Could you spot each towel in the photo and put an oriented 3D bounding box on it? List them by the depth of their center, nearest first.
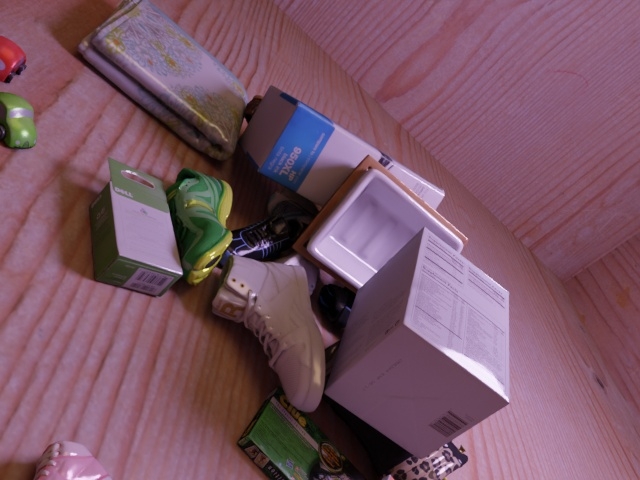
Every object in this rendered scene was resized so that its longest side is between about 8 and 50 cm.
[{"bbox_3d":[-0.329,-0.367,1.343,0.374,0.090,0.320,38,29,-22],"label":"towel"}]

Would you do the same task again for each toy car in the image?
[{"bbox_3d":[-0.496,-0.236,0.899,0.225,0.053,0.239,51,24,7],"label":"toy car"}]

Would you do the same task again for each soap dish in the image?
[{"bbox_3d":[0.118,-0.002,1.198,0.291,0.229,0.118,36,7,-23],"label":"soap dish"}]

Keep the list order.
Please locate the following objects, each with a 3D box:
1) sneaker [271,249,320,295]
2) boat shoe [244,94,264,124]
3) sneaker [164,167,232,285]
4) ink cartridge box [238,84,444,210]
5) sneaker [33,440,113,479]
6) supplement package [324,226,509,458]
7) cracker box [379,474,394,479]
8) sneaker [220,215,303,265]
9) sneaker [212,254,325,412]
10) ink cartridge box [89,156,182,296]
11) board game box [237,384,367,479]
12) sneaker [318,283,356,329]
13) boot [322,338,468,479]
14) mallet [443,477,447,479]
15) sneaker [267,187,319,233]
[{"bbox_3d":[-0.049,0.072,1.184,0.212,0.080,0.094,-27,98,-62],"label":"sneaker"},{"bbox_3d":[-0.133,-0.255,1.478,0.207,0.073,0.073,60,40,-41],"label":"boat shoe"},{"bbox_3d":[-0.220,-0.029,1.014,0.123,0.109,0.295,29,22,-24],"label":"sneaker"},{"bbox_3d":[0.039,-0.163,1.342,0.395,0.166,0.285,27,11,-24],"label":"ink cartridge box"},{"bbox_3d":[-0.269,0.241,0.579,0.070,0.051,0.134,52,21,13],"label":"sneaker"},{"bbox_3d":[0.166,0.159,0.969,0.198,0.199,0.263,36,35,-8],"label":"supplement package"},{"bbox_3d":[-0.011,0.357,0.614,0.067,0.232,0.156,50,24,5],"label":"cracker box"},{"bbox_3d":[-0.116,-0.006,1.151,0.081,0.090,0.232,53,24,9],"label":"sneaker"},{"bbox_3d":[-0.095,0.140,0.956,0.169,0.108,0.292,14,34,-25],"label":"sneaker"},{"bbox_3d":[-0.288,-0.022,0.919,0.109,0.062,0.209,24,34,-43],"label":"ink cartridge box"},{"bbox_3d":[-0.004,0.350,0.891,0.260,0.030,0.136,48,26,-2],"label":"board game box"},{"bbox_3d":[0.053,0.111,1.280,0.121,0.079,0.217,30,23,-18],"label":"sneaker"},{"bbox_3d":[0.158,0.296,1.105,0.377,0.138,0.284,-2,53,-55],"label":"boot"},{"bbox_3d":[0.227,0.466,1.107,0.039,0.062,0.190,22,50,-44],"label":"mallet"},{"bbox_3d":[0.000,0.000,1.347,0.283,0.110,0.122,26,38,-23],"label":"sneaker"}]
